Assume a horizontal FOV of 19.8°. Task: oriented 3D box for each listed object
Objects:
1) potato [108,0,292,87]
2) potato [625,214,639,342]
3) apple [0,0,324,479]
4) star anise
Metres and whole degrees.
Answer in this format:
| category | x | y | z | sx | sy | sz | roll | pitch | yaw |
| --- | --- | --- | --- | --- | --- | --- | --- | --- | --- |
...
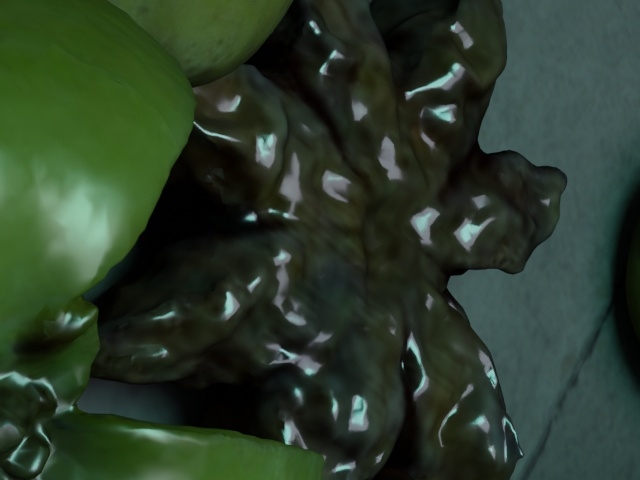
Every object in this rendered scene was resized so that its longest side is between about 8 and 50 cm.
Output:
| category | x | y | z | sx | sy | sz | roll | pitch | yaw |
| --- | --- | --- | --- | --- | --- | --- | --- | --- | --- |
| potato | -0.080 | -0.190 | 0.670 | 0.192 | 0.141 | 0.296 | 22 | 44 | -32 |
| potato | 0.280 | 0.016 | 1.029 | 0.228 | 0.149 | 0.197 | 23 | 54 | -38 |
| apple | -0.142 | 0.045 | 0.523 | 0.292 | 0.254 | 0.291 | 3 | 86 | -37 |
| star anise | 0.014 | 0.009 | 0.786 | 0.315 | 0.108 | 0.315 | 14 | 68 | -39 |
